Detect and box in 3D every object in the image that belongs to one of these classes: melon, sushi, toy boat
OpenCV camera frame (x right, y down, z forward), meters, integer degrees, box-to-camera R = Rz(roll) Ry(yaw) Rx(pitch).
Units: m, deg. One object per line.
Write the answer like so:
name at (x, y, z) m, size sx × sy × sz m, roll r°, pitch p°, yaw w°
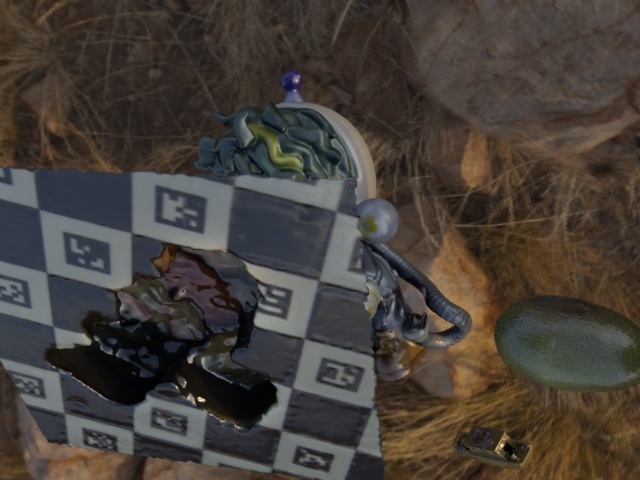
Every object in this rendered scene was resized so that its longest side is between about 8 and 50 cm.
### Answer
melon at (0.264, 0.109, 0.803) m, size 0.162 × 0.099 × 0.099 m, roll 10°, pitch 99°, yaw 29°
sushi at (-0.110, 0.059, 0.602) m, size 0.320 × 0.068 × 0.339 m, roll 2°, pitch 133°, yaw 12°
toy boat at (0.328, 0.401, 1.498) m, size 0.077 × 0.200 × 0.057 m, roll 40°, pitch 68°, yaw -17°

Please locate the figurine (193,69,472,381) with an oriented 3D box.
figurine at (-0.004, 0.001, 0.907) m, size 0.261 × 0.186 × 0.382 m, roll -12°, pitch 112°, yaw 31°
